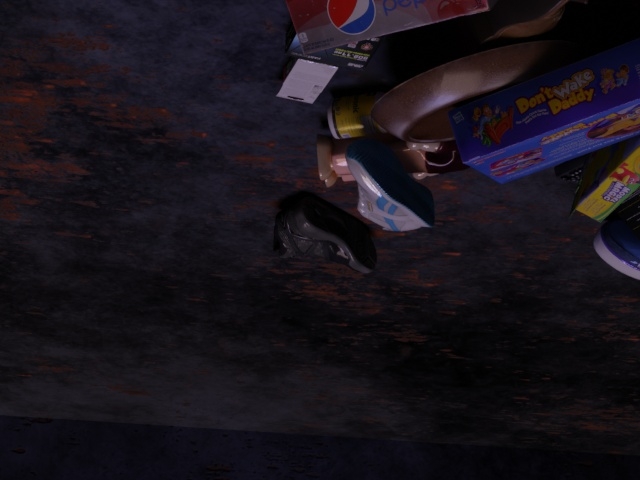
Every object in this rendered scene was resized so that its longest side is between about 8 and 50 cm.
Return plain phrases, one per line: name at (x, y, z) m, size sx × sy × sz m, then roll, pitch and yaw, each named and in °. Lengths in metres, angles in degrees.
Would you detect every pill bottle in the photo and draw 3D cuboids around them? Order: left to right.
pill bottle at (0.074, -0.193, 1.969) m, size 0.116 × 0.065 × 0.065 m, roll -6°, pitch 154°, yaw 18°

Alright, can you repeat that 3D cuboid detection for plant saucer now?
plant saucer at (0.226, -0.200, 1.822) m, size 0.311 × 0.050 × 0.310 m, roll -16°, pitch 170°, yaw -3°

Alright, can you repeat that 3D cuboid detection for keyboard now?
keyboard at (0.463, -0.134, 2.104) m, size 0.108 × 0.023 × 0.180 m, roll 19°, pitch 150°, yaw -31°

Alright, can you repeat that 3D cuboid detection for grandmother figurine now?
grandmother figurine at (0.170, -0.143, 2.042) m, size 0.342 × 0.104 × 0.208 m, roll -4°, pitch 180°, yaw 8°

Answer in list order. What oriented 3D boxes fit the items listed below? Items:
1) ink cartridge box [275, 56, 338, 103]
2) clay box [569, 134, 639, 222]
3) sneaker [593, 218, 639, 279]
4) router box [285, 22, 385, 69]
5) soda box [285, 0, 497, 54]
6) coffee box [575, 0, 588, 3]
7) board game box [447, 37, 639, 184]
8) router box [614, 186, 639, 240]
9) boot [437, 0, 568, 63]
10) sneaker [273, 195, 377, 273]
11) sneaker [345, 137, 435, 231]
ink cartridge box at (-0.021, -0.246, 1.910) m, size 0.063 × 0.029 × 0.115 m, roll 10°, pitch 155°, yaw -16°
clay box at (0.462, -0.122, 1.972) m, size 0.053 × 0.127 × 0.222 m, roll 27°, pitch 146°, yaw -5°
sneaker at (0.661, -0.029, 2.226) m, size 0.323 × 0.130 × 0.236 m, roll 16°, pitch 137°, yaw 1°
router box at (0.020, -0.286, 1.805) m, size 0.122 × 0.038 × 0.092 m, roll 9°, pitch 155°, yaw -14°
soda box at (0.093, -0.316, 1.642) m, size 0.263 × 0.083 × 0.092 m, roll -10°, pitch 109°, yaw 26°
coffee box at (0.198, -0.369, 1.463) m, size 0.246 × 0.098 × 0.141 m, roll 15°, pitch 159°, yaw 14°
board game box at (0.373, -0.183, 1.770) m, size 0.347 × 0.078 × 0.233 m, roll -20°, pitch 169°, yaw 17°
router box at (0.569, -0.068, 2.121) m, size 0.133 × 0.046 × 0.179 m, roll 51°, pitch 146°, yaw 0°
boot at (0.276, -0.318, 1.665) m, size 0.115 × 0.112 × 0.305 m, roll -6°, pitch 166°, yaw -28°
sneaker at (0.000, 0.000, 2.375) m, size 0.130 × 0.087 × 0.227 m, roll -17°, pitch 145°, yaw 40°
sneaker at (0.091, -0.076, 1.977) m, size 0.092 × 0.087 × 0.229 m, roll -12°, pitch 147°, yaw 28°
